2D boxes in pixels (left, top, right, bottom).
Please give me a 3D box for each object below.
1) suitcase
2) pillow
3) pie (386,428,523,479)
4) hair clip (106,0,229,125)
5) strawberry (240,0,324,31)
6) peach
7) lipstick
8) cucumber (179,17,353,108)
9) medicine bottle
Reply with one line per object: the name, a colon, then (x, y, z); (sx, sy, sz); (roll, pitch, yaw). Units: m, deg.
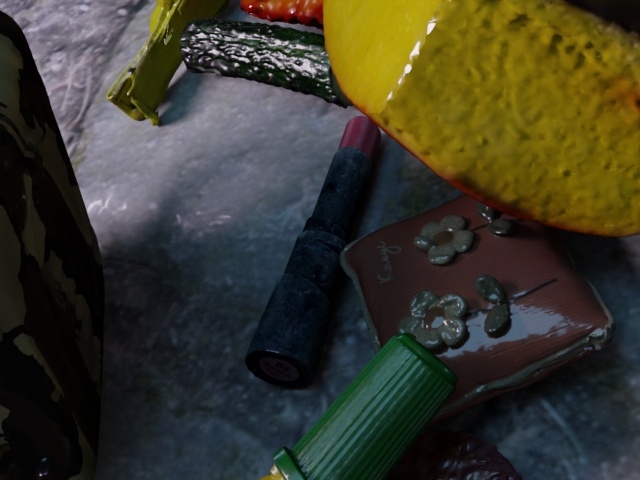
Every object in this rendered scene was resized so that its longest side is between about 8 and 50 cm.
suitcase: (-0.275, -0.001, 1.191); (0.194, 0.351, 0.339); (-6, 51, 2)
pillow: (0.103, 0.033, 1.130); (0.171, 0.075, 0.179); (-24, 45, 9)
pie: (0.070, 0.194, 1.055); (0.154, 0.036, 0.154); (-17, 48, 20)
hair clip: (-0.129, -0.186, 1.444); (0.046, 0.072, 0.173); (15, 74, 36)
strawberry: (0.035, -0.245, 1.376); (0.236, 0.111, 0.190); (-18, 56, 49)
peach: (0.176, -0.164, 1.120); (0.306, 0.242, 0.380); (5, 43, -20)
lipstick: (0.000, 0.000, 1.233); (0.053, 0.053, 0.234); (-2, 54, 29)
cucumber: (-0.041, -0.158, 1.373); (0.187, 0.058, 0.058); (17, 66, 37)
medicine bottle: (-0.026, 0.190, 1.046); (0.309, 0.076, 0.111); (-52, 13, 1)
